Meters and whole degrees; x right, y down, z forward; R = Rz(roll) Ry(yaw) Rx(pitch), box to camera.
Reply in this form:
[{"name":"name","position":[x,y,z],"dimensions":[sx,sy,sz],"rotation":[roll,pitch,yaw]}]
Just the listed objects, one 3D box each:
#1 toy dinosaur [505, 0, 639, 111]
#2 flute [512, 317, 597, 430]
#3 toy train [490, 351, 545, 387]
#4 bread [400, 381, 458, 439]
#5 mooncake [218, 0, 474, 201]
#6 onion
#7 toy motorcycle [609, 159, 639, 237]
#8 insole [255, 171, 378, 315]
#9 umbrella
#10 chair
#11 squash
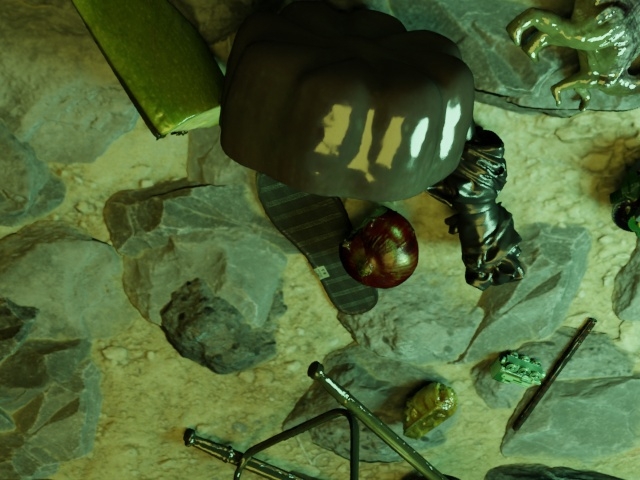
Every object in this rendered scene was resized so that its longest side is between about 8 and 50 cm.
[{"name":"toy dinosaur","position":[0.347,-0.251,1.469],"dimensions":[0.162,0.077,0.294],"rotation":[-31,137,17]},{"name":"flute","position":[0.377,0.222,1.879],"dimensions":[0.014,0.014,0.269],"rotation":[17,126,-14]},{"name":"toy train","position":[0.318,0.210,1.856],"dimensions":[0.083,0.033,0.053],"rotation":[21,130,-17]},{"name":"bread","position":[0.175,0.274,1.889],"dimensions":[0.066,0.060,0.110],"rotation":[48,118,0]},{"name":"mooncake","position":[0.031,-0.176,1.394],"dimensions":[0.306,0.306,0.154],"rotation":[7,122,-6]},{"name":"onion","position":[0.086,0.017,1.649],"dimensions":[0.119,0.118,0.117],"rotation":[27,146,-20]},{"name":"toy motorcycle","position":[0.545,-0.036,1.611],"dimensions":[0.275,0.124,0.187],"rotation":[21,134,-17]},{"name":"insole","position":[0.000,0.000,1.699],"dimensions":[0.110,0.012,0.309],"rotation":[-19,126,12]},{"name":"umbrella","position":[0.212,-0.058,1.601],"dimensions":[0.110,0.122,0.272],"rotation":[-39,127,-26]},{"name":"chair","position":[0.032,0.474,1.852],"dimensions":[0.410,0.364,0.362],"rotation":[25,139,-32]},{"name":"squash","position":[-0.213,-0.262,1.484],"dimensions":[0.093,0.169,0.252],"rotation":[-32,89,19]}]
